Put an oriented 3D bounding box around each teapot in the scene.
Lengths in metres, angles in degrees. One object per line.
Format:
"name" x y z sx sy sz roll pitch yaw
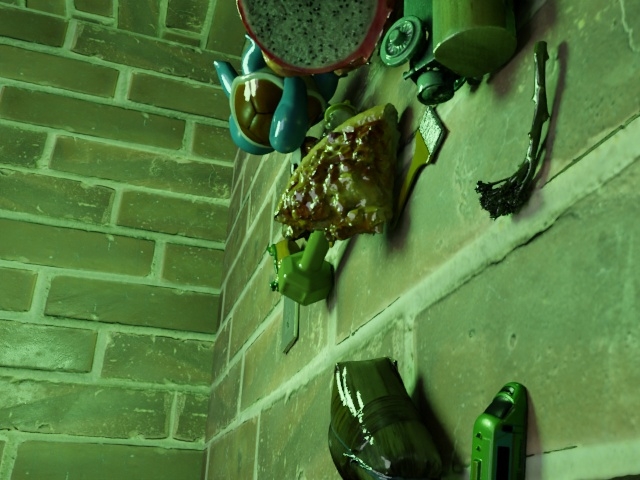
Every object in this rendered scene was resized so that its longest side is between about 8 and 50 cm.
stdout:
"teapot" -0.043 -0.030 1.490 0.098 0.078 0.129 -40 6 -2

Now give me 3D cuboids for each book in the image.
"book" -0.076 0.183 1.582 0.127 0.014 0.181 123 152 -56

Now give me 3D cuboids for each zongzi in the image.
"zongzi" 0.071 0.303 0.807 0.221 0.112 0.242 -118 32 -65

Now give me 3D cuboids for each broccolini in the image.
"broccolini" 0.218 -0.111 0.655 0.052 0.054 0.194 26 102 43

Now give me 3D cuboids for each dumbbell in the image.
"dumbbell" 0.000 0.000 1.228 0.108 0.121 0.301 -53 -12 -49

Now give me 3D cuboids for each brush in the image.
"brush" 0.141 -0.099 0.959 0.083 0.011 0.205 -99 23 -51

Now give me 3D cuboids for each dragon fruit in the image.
"dragon fruit" 0.010 -0.460 1.151 0.225 0.306 0.305 -64 -7 -58

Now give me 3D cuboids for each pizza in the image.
"pizza" 0.041 -0.092 1.026 0.289 0.081 0.228 -41 53 11

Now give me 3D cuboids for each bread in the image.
"bread" -0.005 -0.124 1.380 0.268 0.095 0.139 -115 32 -41

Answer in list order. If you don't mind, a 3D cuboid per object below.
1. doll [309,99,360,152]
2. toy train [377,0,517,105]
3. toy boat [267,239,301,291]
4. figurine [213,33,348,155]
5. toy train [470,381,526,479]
"doll" 0.027 -0.197 1.247 0.129 0.081 0.207 -40 29 65
"toy train" 0.179 -0.323 0.803 0.190 0.126 0.307 -16 61 40
"toy boat" -0.093 0.052 1.552 0.088 0.089 0.229 -37 22 12
"figurine" -0.083 -0.305 1.365 0.416 0.298 0.242 -159 78 -70
"toy train" 0.166 0.242 0.603 0.044 0.042 0.209 153 124 -71
